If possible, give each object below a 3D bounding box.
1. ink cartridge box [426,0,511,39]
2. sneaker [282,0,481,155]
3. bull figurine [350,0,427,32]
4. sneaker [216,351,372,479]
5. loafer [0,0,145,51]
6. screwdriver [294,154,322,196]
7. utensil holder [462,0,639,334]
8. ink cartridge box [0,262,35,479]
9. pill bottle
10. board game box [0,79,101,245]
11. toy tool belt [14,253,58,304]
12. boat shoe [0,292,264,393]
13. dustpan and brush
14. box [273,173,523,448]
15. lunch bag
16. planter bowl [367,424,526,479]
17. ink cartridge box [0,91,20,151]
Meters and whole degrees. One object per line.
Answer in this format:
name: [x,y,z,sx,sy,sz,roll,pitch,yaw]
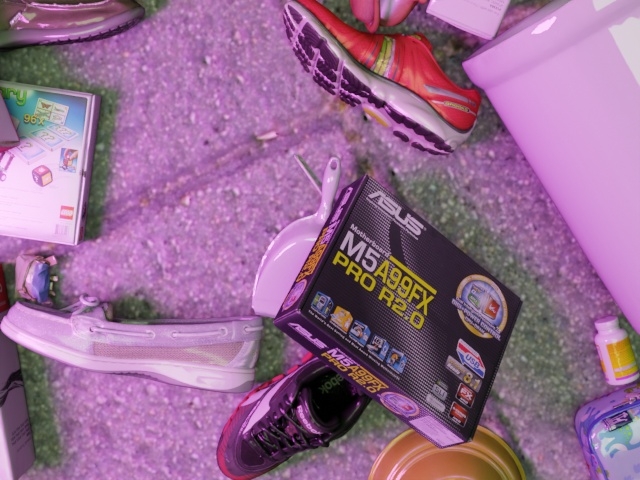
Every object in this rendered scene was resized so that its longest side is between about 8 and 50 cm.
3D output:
ink cartridge box: [0.210,-0.363,1.191,0.092,0.158,0.218,22,120,4]
sneaker: [0.078,-0.221,1.284,0.279,0.107,0.118,37,75,-6]
bull figurine: [0.090,-0.402,1.194,0.101,0.188,0.310,2,83,-17]
sneaker: [-0.032,0.217,1.276,0.276,0.135,0.097,-40,97,15]
loafer: [-0.343,-0.283,1.261,0.251,0.094,0.087,-7,99,0]
screwdriver: [0.015,-0.040,1.320,0.024,0.025,0.170,-35,95,2]
utensil holder: [0.400,-0.127,1.174,0.327,0.327,0.385,-33,97,2]
ink cartridge box: [-0.486,0.179,1.287,0.197,0.114,0.273,-9,96,0]
pill bottle: [0.380,0.142,1.328,0.043,0.043,0.083,-17,95,1]
board game box: [-0.441,-0.110,1.295,0.305,0.053,0.193,9,95,-1]
toy tool belt: [-0.361,0.059,1.311,0.051,0.052,0.083,4,95,8]
boat shoe: [-0.233,0.116,1.289,0.320,0.118,0.103,12,88,-6]
dustpan and brush: [0.000,0.000,1.299,0.147,0.060,0.211,11,113,1]
box: [0.101,0.085,1.231,0.270,0.060,0.216,39,56,-15]
lunch bag: [0.439,0.290,1.321,0.176,0.090,0.219,-20,96,-2]
planter bowl: [0.168,0.347,1.320,0.217,0.090,0.217,0,95,-1]
ink cartridge box: [-0.530,-0.155,1.199,0.283,0.117,0.207,-21,94,7]
